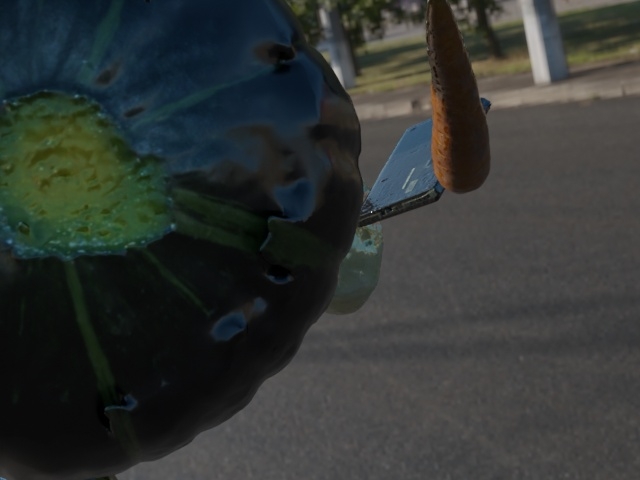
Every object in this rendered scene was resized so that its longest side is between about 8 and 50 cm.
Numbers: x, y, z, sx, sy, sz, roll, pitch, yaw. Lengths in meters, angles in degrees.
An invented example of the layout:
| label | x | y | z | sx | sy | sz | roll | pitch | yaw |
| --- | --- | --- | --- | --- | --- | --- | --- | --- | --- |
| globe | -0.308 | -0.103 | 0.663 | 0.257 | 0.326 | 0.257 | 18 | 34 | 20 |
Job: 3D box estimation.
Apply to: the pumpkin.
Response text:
| label | x | y | z | sx | sy | sz | roll | pitch | yaw |
| --- | --- | --- | --- | --- | --- | --- | --- | --- | --- |
| pumpkin | -0.139 | -0.027 | 0.574 | 0.295 | 0.296 | 0.296 | -12 | 12 | 3 |

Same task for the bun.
| label | x | y | z | sx | sy | sz | roll | pitch | yaw |
| --- | --- | --- | --- | --- | --- | --- | --- | --- | --- |
| bun | 0.000 | 0.000 | 1.614 | 0.133 | 0.231 | 0.231 | 0 | 8 | -16 |

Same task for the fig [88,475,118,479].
| label | x | y | z | sx | sy | sz | roll | pitch | yaw |
| --- | --- | --- | --- | --- | --- | --- | --- | --- | --- |
| fig | -0.242 | 0.270 | 0.975 | 0.177 | 0.117 | 0.117 | -43 | 12 | 3 |

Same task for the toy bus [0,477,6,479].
| label | x | y | z | sx | sy | sz | roll | pitch | yaw |
| --- | --- | --- | --- | --- | --- | --- | --- | --- | --- |
| toy bus | -0.353 | 0.284 | 1.595 | 0.133 | 0.116 | 0.234 | 22 | 62 | 30 |

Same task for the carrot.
| label | x | y | z | sx | sy | sz | roll | pitch | yaw |
| --- | --- | --- | --- | --- | --- | --- | --- | --- | --- |
| carrot | 0.098 | -0.107 | 0.823 | 0.048 | 0.216 | 0.048 | -6 | 54 | 8 |

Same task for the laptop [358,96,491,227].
| label | x | y | z | sx | sy | sz | roll | pitch | yaw |
| --- | --- | --- | --- | --- | --- | --- | --- | --- | --- |
| laptop | 0.133 | -0.104 | 1.476 | 0.154 | 0.026 | 0.207 | -18 | 29 | 42 |
